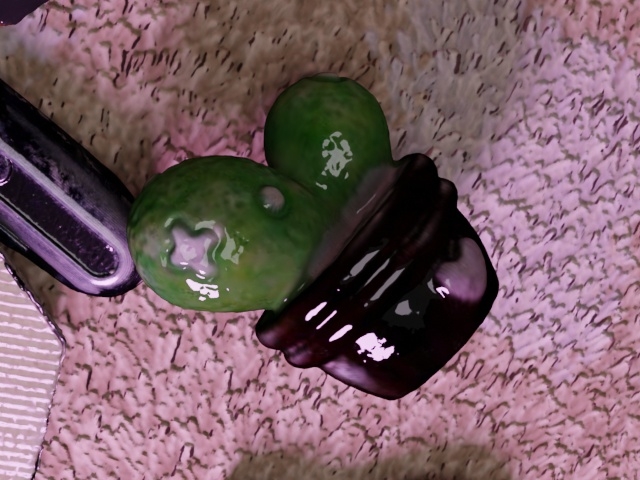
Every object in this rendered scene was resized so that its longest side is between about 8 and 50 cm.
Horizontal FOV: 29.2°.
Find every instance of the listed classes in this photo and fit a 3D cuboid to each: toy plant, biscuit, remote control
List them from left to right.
[{"bbox_3d":[-0.266,0.110,0.880,0.147,0.046,0.250,10,109,-18],"label":"biscuit"},{"bbox_3d":[-0.220,-0.054,0.847,0.266,0.066,0.090,43,90,-22],"label":"remote control"},{"bbox_3d":[0.000,0.000,0.871,0.235,0.175,0.218,42,63,-6],"label":"toy plant"}]

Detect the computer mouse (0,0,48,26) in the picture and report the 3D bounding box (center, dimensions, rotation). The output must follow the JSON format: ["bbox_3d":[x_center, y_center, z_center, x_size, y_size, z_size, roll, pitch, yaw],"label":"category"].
[{"bbox_3d":[-0.296,-0.228,0.753,0.323,0.116,0.183,2,108,-17],"label":"computer mouse"}]
